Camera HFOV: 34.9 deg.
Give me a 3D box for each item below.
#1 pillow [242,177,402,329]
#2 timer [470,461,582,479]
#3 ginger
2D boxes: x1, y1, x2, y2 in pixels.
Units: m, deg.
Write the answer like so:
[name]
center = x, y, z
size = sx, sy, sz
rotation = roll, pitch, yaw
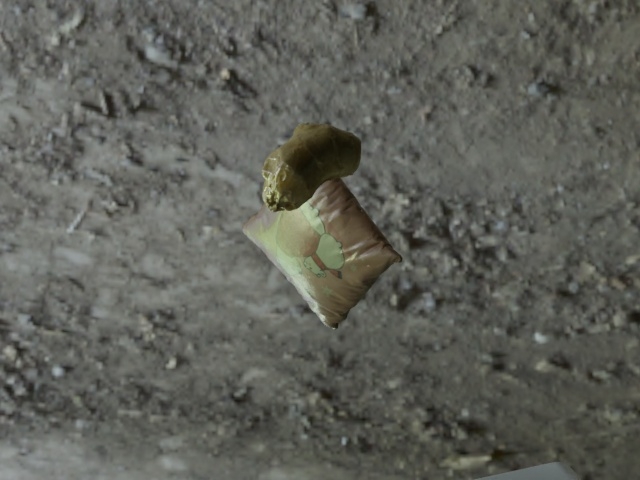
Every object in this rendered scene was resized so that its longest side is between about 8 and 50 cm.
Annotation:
[pillow]
center = 0.000, 0.000, 1.536
size = 0.084, 0.236, 0.223
rotation = -27, 161, -45
[timer]
center = 0.196, 0.354, 0.985
size = 0.194, 0.195, 0.193
rotation = -11, 105, -8
[ginger]
center = -0.011, -0.104, 1.372
size = 0.068, 0.190, 0.095
rotation = 4, 124, 44
